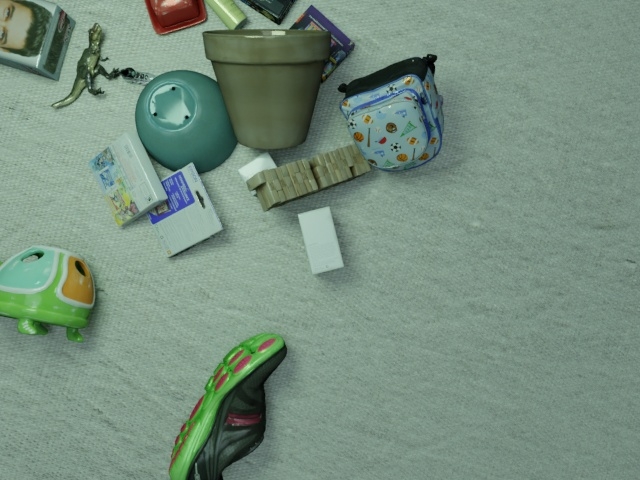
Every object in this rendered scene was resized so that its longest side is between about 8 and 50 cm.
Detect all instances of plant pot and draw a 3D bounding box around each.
[{"bbox_3d":[-0.376,-0.337,1.284,0.290,0.195,0.290,0,90,-1],"label":"plant pot"},{"bbox_3d":[-0.135,-0.400,1.244,0.323,0.323,0.280,0,117,-2],"label":"plant pot"}]

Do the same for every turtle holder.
[{"bbox_3d":[-0.761,0.136,1.278,0.320,0.243,0.227,-1,71,37],"label":"turtle holder"}]

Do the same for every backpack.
[{"bbox_3d":[0.205,-0.311,1.254,0.277,0.263,0.213,-8,48,34],"label":"backpack"}]

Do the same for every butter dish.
[{"bbox_3d":[-0.420,-0.686,1.320,0.160,0.118,0.159,-17,91,-2],"label":"butter dish"}]

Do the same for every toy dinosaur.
[{"bbox_3d":[-0.652,-0.472,1.346,0.118,0.064,0.268,28,92,5],"label":"toy dinosaur"}]

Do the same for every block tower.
[{"bbox_3d":[-0.026,-0.173,1.279,0.336,0.091,0.097,-21,90,-30],"label":"block tower"}]

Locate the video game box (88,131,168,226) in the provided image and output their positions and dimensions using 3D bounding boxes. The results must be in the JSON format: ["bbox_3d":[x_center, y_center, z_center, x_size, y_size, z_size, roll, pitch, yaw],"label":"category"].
[{"bbox_3d":[-0.535,-0.166,1.312,0.187,0.048,0.205,-25,91,28],"label":"video game box"}]

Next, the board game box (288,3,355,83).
[{"bbox_3d":[-0.010,-0.565,1.366,0.170,0.048,0.141,41,90,-1],"label":"board game box"}]

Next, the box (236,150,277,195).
[{"bbox_3d":[-0.167,-0.184,1.335,0.101,0.102,0.087,-32,94,-1],"label":"box"}]

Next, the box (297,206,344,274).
[{"bbox_3d":[0.000,0.000,1.325,0.091,0.130,0.170,-13,91,-1],"label":"box"}]

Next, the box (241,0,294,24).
[{"bbox_3d":[-0.164,-0.757,1.360,0.220,0.051,0.175,33,89,-1],"label":"box"}]

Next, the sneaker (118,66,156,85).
[{"bbox_3d":[-0.521,-0.467,1.342,0.098,0.069,0.038,1,90,-1],"label":"sneaker"}]

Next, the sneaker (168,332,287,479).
[{"bbox_3d":[-0.229,0.469,1.320,0.202,0.185,0.482,32,93,-19],"label":"sneaker"}]

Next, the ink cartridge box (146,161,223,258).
[{"bbox_3d":[-0.386,-0.083,1.327,0.208,0.045,0.206,-24,90,20],"label":"ink cartridge box"}]

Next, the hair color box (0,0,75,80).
[{"bbox_3d":[-0.908,-0.598,1.310,0.375,0.113,0.185,16,89,-2],"label":"hair color box"}]

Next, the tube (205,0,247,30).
[{"bbox_3d":[-0.308,-0.700,1.327,0.062,0.070,0.240,-41,102,7],"label":"tube"}]

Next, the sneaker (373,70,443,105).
[{"bbox_3d":[0.253,-0.421,1.357,0.236,0.095,0.104,30,83,-6],"label":"sneaker"}]
